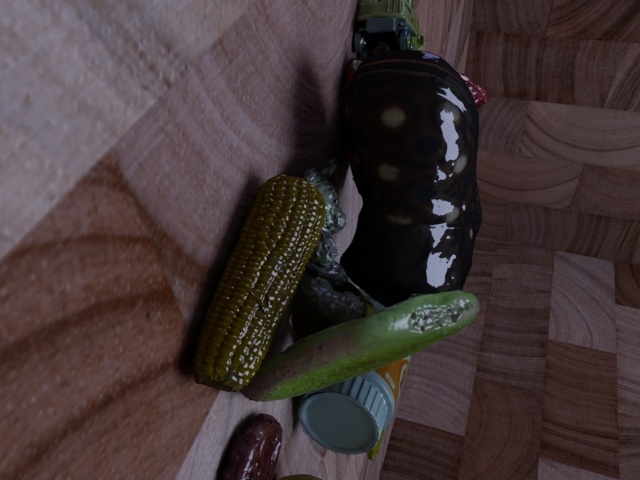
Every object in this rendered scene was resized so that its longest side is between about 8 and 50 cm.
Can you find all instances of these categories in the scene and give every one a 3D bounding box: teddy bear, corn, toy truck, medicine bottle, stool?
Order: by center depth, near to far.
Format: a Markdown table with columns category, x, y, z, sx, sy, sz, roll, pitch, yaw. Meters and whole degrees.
| category | x | y | z | sx | sy | sz | roll | pitch | yaw |
| --- | --- | --- | --- | --- | --- | --- | --- | --- | --- |
| corn | -0.058 | 0.038 | 0.546 | 0.080 | 0.080 | 0.231 | 69 | 37 | -61 |
| teddy bear | -0.019 | 0.009 | 0.661 | 0.133 | 0.111 | 0.213 | 119 | -38 | -73 |
| stool | 0.021 | 0.123 | 0.820 | 0.135 | 0.134 | 0.110 | -30 | 158 | -4 |
| toy truck | 0.115 | -0.343 | 0.879 | 0.191 | 0.085 | 0.116 | -7 | 103 | -71 |
| medicine bottle | 0.079 | 0.223 | 0.997 | 0.318 | 0.158 | 0.158 | -54 | 151 | -55 |

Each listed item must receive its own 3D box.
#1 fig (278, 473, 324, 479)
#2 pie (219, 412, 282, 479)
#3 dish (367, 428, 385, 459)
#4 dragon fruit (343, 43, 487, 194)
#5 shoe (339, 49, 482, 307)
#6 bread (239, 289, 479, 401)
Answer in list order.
| category | x | y | z | sx | sy | sz | roll | pitch | yaw |
| --- | --- | --- | --- | --- | --- | --- | --- | --- | --- |
| fig | 0.024 | 0.428 | 0.794 | 0.159 | 0.257 | 0.159 | -5 | 90 | -76 |
| pie | -0.089 | 0.293 | 0.698 | 0.153 | 0.038 | 0.153 | 13 | 90 | -76 |
| dish | 0.096 | 0.339 | 1.219 | 0.221 | 0.108 | 0.262 | -55 | 150 | -54 |
| dragon fruit | 0.110 | -0.213 | 0.856 | 0.262 | 0.134 | 0.211 | -41 | 141 | -3 |
| shoe | 0.110 | -0.041 | 0.721 | 0.237 | 0.171 | 0.384 | -65 | 151 | -24 |
| bread | 0.043 | 0.133 | 0.639 | 0.301 | 0.301 | 0.045 | 49 | 20 | -70 |
